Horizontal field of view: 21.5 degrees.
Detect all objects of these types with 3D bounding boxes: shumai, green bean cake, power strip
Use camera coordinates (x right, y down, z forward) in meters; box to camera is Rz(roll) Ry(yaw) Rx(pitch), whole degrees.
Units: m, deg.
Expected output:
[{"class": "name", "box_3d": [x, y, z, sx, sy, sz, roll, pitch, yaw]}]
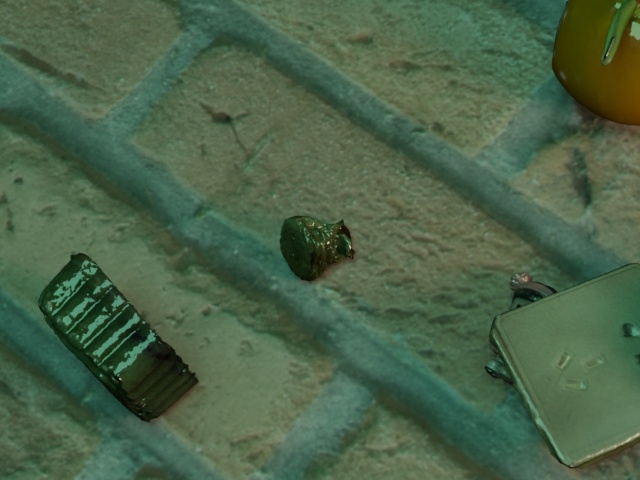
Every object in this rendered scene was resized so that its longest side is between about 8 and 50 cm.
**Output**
[{"class": "shumai", "box_3d": [0.000, 0.000, 2.081, 0.080, 0.082, 0.083, -25, 95, -35]}, {"class": "green bean cake", "box_3d": [-0.248, 0.120, 2.022, 0.094, 0.173, 0.181, -43, 69, -7]}, {"class": "power strip", "box_3d": [0.319, 0.149, 1.937, 0.213, 0.064, 0.198, -21, 72, -12]}]

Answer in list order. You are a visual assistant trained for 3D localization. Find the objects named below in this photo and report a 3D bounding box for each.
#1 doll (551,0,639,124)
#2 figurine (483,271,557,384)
[{"class": "doll", "box_3d": [0.379, -0.251, 1.991, 0.214, 0.236, 0.213, -2, 73, 8]}, {"class": "figurine", "box_3d": [0.235, 0.104, 1.988, 0.072, 0.054, 0.129, 23, 82, 35]}]
